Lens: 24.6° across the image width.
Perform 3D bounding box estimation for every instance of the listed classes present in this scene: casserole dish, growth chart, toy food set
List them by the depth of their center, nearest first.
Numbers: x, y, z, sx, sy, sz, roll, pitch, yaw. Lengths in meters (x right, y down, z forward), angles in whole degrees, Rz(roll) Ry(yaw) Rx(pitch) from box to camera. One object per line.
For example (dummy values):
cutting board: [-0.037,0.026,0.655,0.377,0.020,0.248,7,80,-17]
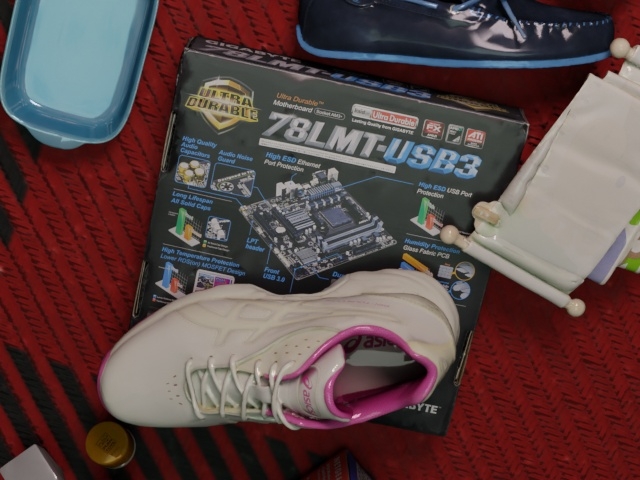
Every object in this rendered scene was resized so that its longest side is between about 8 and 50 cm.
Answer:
growth chart: [0.235,-0.045,1.200,0.172,0.021,0.237,35,104,-20]
casserole dish: [-0.199,-0.170,1.223,0.114,0.037,0.188,15,107,-5]
toy food set: [-0.253,0.262,1.334,0.232,0.104,0.111,-36,75,-6]

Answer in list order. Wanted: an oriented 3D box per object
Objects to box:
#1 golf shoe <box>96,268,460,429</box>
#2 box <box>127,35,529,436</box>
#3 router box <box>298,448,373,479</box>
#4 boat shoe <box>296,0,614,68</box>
golf shoe: [-0.038,0.100,1.180,0.306,0.140,0.115,-13,109,6]
box: [0.000,0.000,1.255,0.295,0.073,0.293,11,106,-3]
router box: [0.005,0.411,1.367,0.301,0.082,0.335,-35,106,9]
boat shoe: [0.110,-0.186,1.182,0.258,0.109,0.089,2,104,-3]
